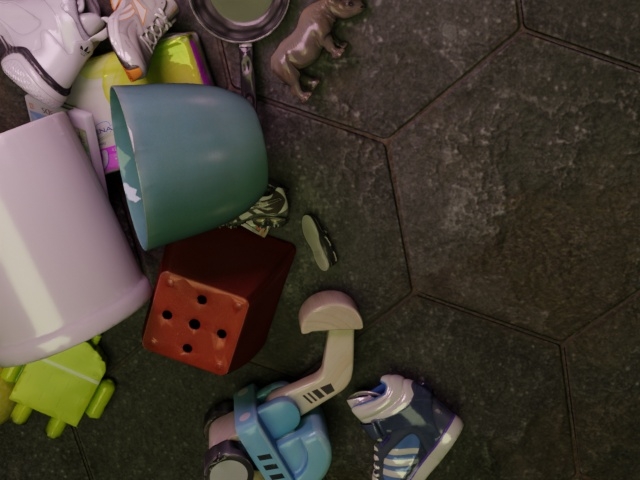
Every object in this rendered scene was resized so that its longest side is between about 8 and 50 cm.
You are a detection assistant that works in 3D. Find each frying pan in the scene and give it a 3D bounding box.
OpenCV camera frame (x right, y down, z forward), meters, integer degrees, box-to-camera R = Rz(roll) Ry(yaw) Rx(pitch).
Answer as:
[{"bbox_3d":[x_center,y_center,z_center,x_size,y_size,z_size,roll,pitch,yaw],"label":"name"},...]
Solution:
[{"bbox_3d":[-0.124,-0.419,1.613,0.197,0.053,0.326,-23,107,15],"label":"frying pan"}]

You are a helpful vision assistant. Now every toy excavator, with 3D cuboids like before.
[{"bbox_3d":[-0.054,0.370,1.829,0.445,0.222,0.433,-27,110,1],"label":"toy excavator"}]

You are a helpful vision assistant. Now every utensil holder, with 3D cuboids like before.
[{"bbox_3d":[-0.543,-0.008,1.581,0.327,0.327,0.386,-19,104,14],"label":"utensil holder"}]

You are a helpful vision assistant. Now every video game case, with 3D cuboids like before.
[{"bbox_3d":[-0.509,-0.177,1.699,0.193,0.023,0.212,21,130,33],"label":"video game case"}]

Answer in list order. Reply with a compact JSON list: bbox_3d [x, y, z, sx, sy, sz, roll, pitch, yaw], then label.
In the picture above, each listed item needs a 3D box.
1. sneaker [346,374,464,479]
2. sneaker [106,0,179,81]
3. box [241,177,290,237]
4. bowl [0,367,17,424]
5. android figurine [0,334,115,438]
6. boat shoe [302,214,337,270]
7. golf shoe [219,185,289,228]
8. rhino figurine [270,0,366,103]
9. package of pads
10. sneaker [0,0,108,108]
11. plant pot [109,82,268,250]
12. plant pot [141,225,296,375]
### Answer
[{"bbox_3d":[0.140,0.438,1.863,0.236,0.130,0.323,35,116,5],"label":"sneaker"},{"bbox_3d":[-0.320,-0.400,1.551,0.121,0.262,0.099,-14,142,4],"label":"sneaker"},{"bbox_3d":[-0.179,-0.103,1.744,0.207,0.036,0.114,29,111,-3],"label":"box"},{"bbox_3d":[-0.847,0.344,1.939,0.289,0.156,0.290,3,110,7],"label":"bowl"},{"bbox_3d":[-0.593,0.313,1.923,0.248,0.056,0.273,25,99,-13],"label":"android figurine"},{"bbox_3d":[0.000,0.000,1.757,0.046,0.038,0.125,-8,108,55],"label":"boat shoe"},{"bbox_3d":[-0.161,-0.071,1.701,0.198,0.077,0.094,-1,99,1],"label":"golf shoe"},{"bbox_3d":[0.000,-0.388,1.595,0.106,0.073,0.243,36,103,-10],"label":"rhino figurine"},{"bbox_3d":[-0.351,-0.274,1.671,0.296,0.101,0.229,-14,108,12],"label":"package of pads"},{"bbox_3d":[-0.552,-0.431,1.604,0.210,0.137,0.366,-47,70,3],"label":"sneaker"},{"bbox_3d":[-0.229,-0.146,1.508,0.235,0.293,0.293,-12,111,-17],"label":"plant pot"},{"bbox_3d":[-0.229,0.121,1.728,0.267,0.236,0.267,19,111,1],"label":"plant pot"}]
